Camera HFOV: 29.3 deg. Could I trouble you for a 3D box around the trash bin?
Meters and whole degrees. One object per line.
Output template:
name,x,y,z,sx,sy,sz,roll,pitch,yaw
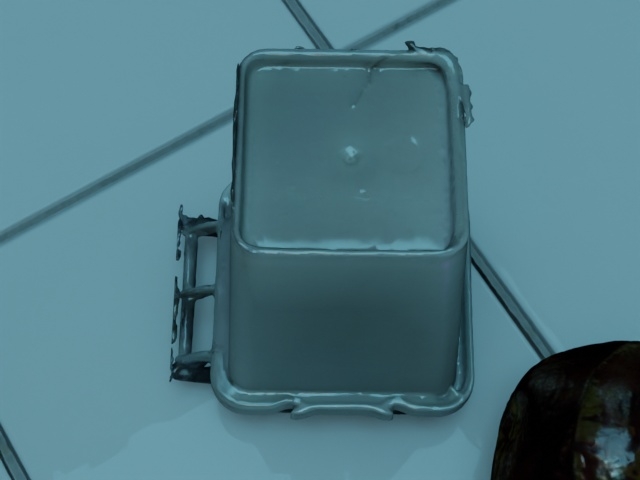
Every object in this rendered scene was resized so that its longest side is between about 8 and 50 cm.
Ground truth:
trash bin,0.000,0.000,1.066,0.296,0.367,0.256,2,68,1

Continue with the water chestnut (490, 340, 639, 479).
water chestnut,0.261,0.196,1.064,0.238,0.224,0.223,-4,63,33
